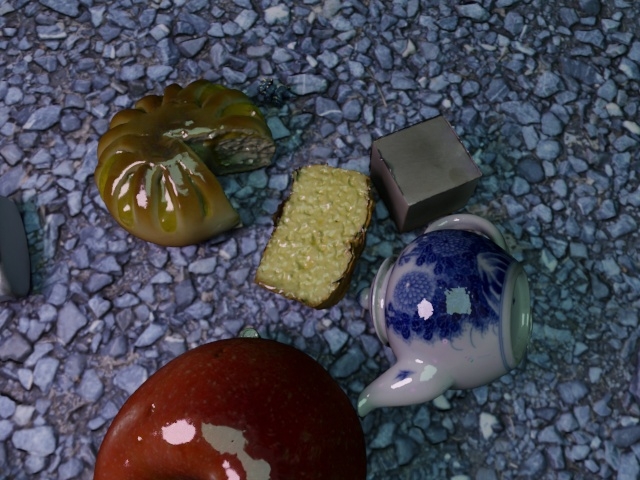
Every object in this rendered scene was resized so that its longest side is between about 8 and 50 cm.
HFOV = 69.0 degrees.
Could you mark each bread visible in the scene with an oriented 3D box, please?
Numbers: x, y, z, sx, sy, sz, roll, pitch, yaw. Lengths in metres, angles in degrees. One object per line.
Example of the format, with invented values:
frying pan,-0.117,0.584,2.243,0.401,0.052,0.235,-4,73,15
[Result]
bread,-0.254,-0.154,0.848,0.333,0.160,0.333,0,72,-1
bread,0.001,0.004,0.823,0.160,0.147,0.260,12,69,11

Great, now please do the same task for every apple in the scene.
apple,-0.116,0.306,0.635,0.348,0.277,0.348,-2,84,16

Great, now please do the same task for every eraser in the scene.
eraser,-0.674,0.040,0.801,0.290,0.104,0.189,-13,79,-6

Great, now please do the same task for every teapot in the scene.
teapot,0.183,0.105,0.762,0.280,0.252,0.424,2,46,36

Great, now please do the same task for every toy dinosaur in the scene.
toy dinosaur,-0.091,-0.309,0.967,0.083,0.030,0.047,26,76,5

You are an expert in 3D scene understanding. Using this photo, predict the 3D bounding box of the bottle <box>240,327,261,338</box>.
bottle,-0.117,0.168,0.795,0.030,0.083,0.030,1,73,-3

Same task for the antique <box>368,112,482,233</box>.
antique,0.182,-0.118,0.857,0.147,0.148,0.152,-22,67,-5
